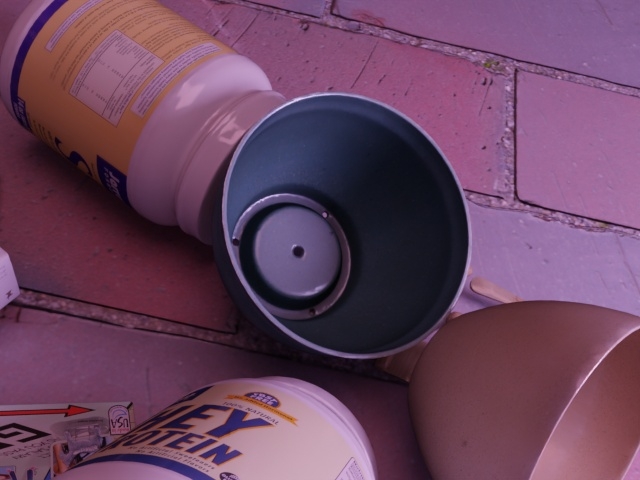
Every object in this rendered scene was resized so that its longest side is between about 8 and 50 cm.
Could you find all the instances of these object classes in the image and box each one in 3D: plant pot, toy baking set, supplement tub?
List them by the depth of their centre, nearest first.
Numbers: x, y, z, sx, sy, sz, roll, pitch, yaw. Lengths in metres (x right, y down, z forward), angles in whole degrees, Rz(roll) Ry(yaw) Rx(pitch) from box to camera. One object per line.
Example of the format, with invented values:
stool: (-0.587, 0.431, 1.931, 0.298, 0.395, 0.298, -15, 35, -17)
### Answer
supplement tub: (-0.083, 0.247, 0.663, 0.235, 0.235, 0.325, 29, 13, 12)
plant pot: (0.205, 0.178, 0.861, 0.284, 0.284, 0.191, -34, 43, -32)
plant pot: (0.000, 0.000, 0.951, 0.293, 0.196, 0.293, 6, 75, -22)
toy baking set: (0.189, 0.123, 1.034, 0.256, 0.030, 0.196, -30, 69, -23)
supplement tub: (-0.212, -0.168, 1.046, 0.331, 0.241, 0.241, 35, 53, 17)

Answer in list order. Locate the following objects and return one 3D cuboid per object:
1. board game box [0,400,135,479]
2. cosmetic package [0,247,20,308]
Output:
board game box: (-0.303, 0.251, 0.700, 0.317, 0.046, 0.213, 7, 62, -40)
cosmetic package: (-0.463, 0.009, 0.912, 0.231, 0.085, 0.117, 33, 55, 16)
